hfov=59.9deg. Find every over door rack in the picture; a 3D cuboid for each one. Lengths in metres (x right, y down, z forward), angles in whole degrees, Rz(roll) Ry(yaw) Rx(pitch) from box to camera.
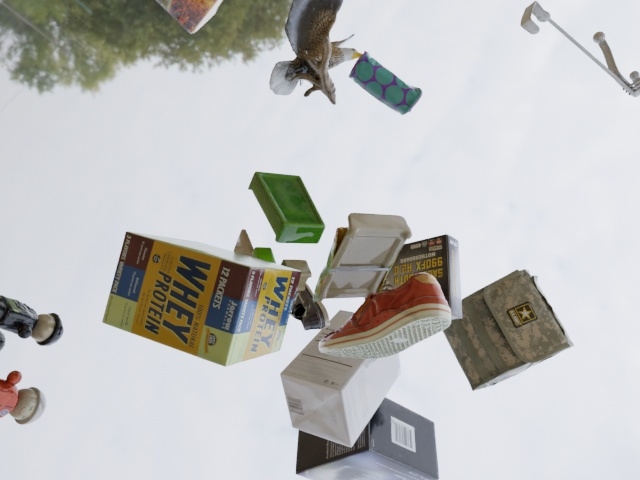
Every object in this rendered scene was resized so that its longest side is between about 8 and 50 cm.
[{"bbox_3d":[0.528,-0.380,0.899,0.239,0.324,0.108,-30,-132,53],"label":"over door rack"}]

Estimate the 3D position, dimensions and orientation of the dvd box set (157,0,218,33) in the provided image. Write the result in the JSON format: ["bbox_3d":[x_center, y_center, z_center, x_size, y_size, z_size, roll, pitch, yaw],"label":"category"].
[{"bbox_3d":[-0.167,-0.420,0.569,0.062,0.307,0.420,-56,-157,-21],"label":"dvd box set"}]

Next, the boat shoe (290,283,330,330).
[{"bbox_3d":[-0.045,0.152,1.306,0.065,0.075,0.206,-17,-157,-18],"label":"boat shoe"}]

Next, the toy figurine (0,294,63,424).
[{"bbox_3d":[-0.555,0.207,0.924,0.209,0.148,0.213,-17,-122,21],"label":"toy figurine"}]

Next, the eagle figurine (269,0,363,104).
[{"bbox_3d":[0.001,-0.486,1.407,0.226,0.225,0.298,-42,-139,40],"label":"eagle figurine"}]

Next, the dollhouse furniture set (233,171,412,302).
[{"bbox_3d":[0.000,0.000,1.088,0.151,0.301,0.197,60,-43,41],"label":"dollhouse furniture set"}]

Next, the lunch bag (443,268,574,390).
[{"bbox_3d":[0.497,0.239,1.497,0.287,0.169,0.235,-40,-119,31],"label":"lunch bag"}]

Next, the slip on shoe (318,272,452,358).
[{"bbox_3d":[0.113,0.155,1.057,0.331,0.123,0.101,-37,-134,46],"label":"slip on shoe"}]

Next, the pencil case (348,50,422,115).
[{"bbox_3d":[0.134,-0.323,1.144,0.070,0.152,0.064,-55,-179,-18],"label":"pencil case"}]

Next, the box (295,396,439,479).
[{"bbox_3d":[0.134,0.603,1.611,0.294,0.296,0.182,-34,-144,35],"label":"box"}]

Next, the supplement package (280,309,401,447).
[{"bbox_3d":[0.062,0.335,1.405,0.175,0.177,0.293,7,-151,32],"label":"supplement package"}]

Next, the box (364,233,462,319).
[{"bbox_3d":[0.206,0.099,1.274,0.231,0.056,0.183,-15,-117,40],"label":"box"}]

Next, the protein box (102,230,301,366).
[{"bbox_3d":[-0.167,0.082,0.832,0.201,0.200,0.136,14,-90,18],"label":"protein box"}]
